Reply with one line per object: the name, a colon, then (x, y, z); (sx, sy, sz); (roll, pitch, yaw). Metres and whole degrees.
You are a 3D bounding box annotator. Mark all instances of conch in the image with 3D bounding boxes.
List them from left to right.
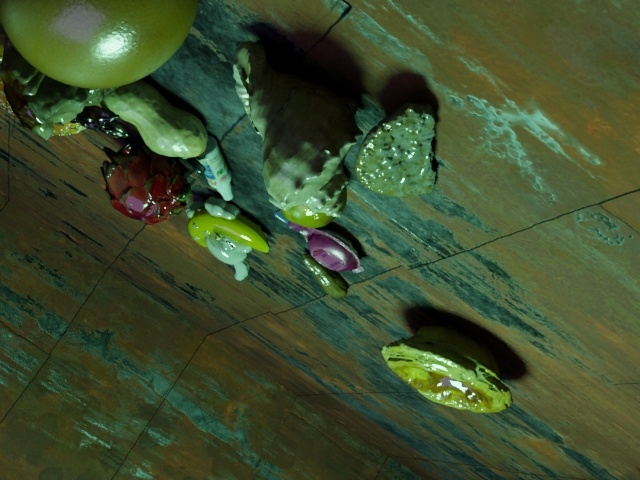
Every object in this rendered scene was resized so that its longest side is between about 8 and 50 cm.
conch: (-0.041, -0.183, 1.451); (0.186, 0.324, 0.263); (-9, 169, -25)

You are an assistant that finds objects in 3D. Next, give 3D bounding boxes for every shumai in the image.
shumai: (-0.524, -0.348, 1.594); (0.217, 0.283, 0.346); (15, 158, 30)

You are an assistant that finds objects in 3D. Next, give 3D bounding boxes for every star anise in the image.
star anise: (-0.482, -0.253, 1.734); (0.212, 0.054, 0.157); (15, 176, -29)

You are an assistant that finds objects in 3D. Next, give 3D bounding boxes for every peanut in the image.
peanut: (-0.359, -0.264, 1.802); (0.263, 0.117, 0.101); (38, -169, -10)

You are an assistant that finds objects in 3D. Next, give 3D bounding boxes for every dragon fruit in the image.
dragon fruit: (-0.445, -0.147, 2.104); (0.274, 0.193, 0.192); (28, -174, 11)

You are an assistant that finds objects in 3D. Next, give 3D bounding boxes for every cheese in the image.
cheese: (0.000, 0.000, 1.969); (0.244, 0.062, 0.155); (37, 158, -10)

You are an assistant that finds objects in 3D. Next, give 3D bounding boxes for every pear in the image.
pear: (-0.005, -0.079, 1.683); (0.104, 0.141, 0.141); (43, 164, 21)

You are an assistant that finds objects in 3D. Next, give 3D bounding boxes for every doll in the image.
doll: (-0.246, -0.010, 2.229); (0.252, 0.111, 0.237); (39, 143, -16)

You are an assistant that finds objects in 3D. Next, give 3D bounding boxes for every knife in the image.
knife: (-0.306, -0.190, 1.930); (0.072, 0.019, 0.245); (47, 175, -39)

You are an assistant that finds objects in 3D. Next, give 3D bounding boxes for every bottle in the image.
bottle: (-0.237, -0.157, 1.945); (0.060, 0.060, 0.217); (23, 158, 22)

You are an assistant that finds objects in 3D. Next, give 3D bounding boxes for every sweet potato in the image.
sweet potato: (0.015, 0.096, 2.182); (0.053, 0.054, 0.182); (-7, 135, 46)

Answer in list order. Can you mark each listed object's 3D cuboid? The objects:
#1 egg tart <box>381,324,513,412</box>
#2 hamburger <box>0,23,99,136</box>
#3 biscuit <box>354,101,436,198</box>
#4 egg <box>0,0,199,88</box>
egg tart: (0.321, 0.309, 2.105); (0.351, 0.150, 0.352); (22, 161, 8)
hamburger: (-0.614, -0.354, 1.861); (0.300, 0.176, 0.300); (27, 157, 12)
biscuit: (0.123, -0.137, 1.406); (0.290, 0.141, 0.038); (74, 175, -64)
egg: (-0.329, -0.371, 1.264); (0.282, 0.283, 0.351); (43, 155, -29)
